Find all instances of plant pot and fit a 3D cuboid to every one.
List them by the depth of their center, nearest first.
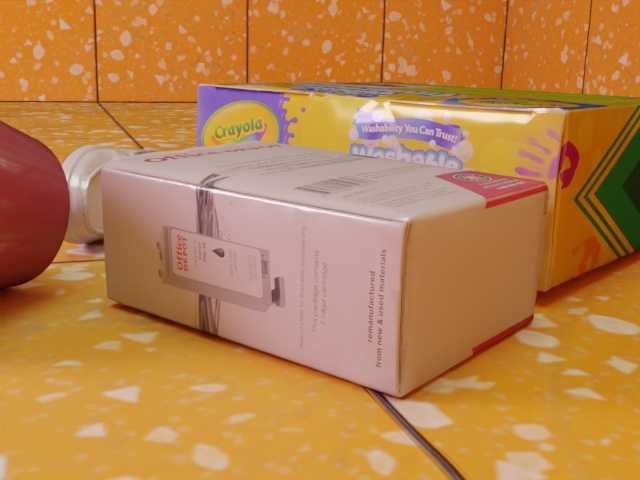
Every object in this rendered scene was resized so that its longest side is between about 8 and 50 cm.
[{"bbox_3d":[-0.301,-0.032,0.615,0.201,0.201,0.180,10,1,30],"label":"plant pot"}]

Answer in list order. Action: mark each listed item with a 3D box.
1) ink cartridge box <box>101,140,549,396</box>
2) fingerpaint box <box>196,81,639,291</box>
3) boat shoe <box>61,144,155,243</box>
[{"bbox_3d":[0.000,0.000,0.631,0.283,0.117,0.207,13,18,36],"label":"ink cartridge box"},{"bbox_3d":[0.142,-0.090,0.924,0.445,0.163,0.371,12,16,39],"label":"fingerpaint box"},{"bbox_3d":[-0.194,-0.057,0.885,0.096,0.098,0.277,3,12,9],"label":"boat shoe"}]
